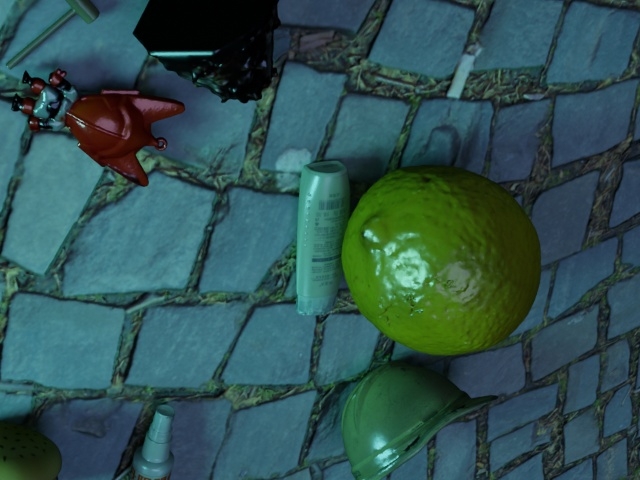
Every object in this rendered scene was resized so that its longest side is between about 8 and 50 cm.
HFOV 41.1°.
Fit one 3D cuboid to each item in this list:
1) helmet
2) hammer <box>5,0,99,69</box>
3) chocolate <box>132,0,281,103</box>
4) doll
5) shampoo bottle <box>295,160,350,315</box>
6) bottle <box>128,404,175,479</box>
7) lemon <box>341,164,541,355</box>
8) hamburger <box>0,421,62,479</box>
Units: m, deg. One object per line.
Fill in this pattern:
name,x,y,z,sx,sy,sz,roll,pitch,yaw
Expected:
helmet,0.124,0.251,1.290,0.258,0.137,0.204,-26,166,-31
hammer,-0.280,-0.212,0.877,0.110,0.019,0.035,-40,128,2
chocolate,-0.100,-0.198,0.907,0.156,0.156,0.133,-30,140,-9
doll,-0.241,-0.130,0.920,0.169,0.057,0.109,18,111,-35
shampoo bottle,0.000,0.000,1.128,0.072,0.049,0.212,-11,122,-31
bottle,-0.239,0.324,1.195,0.060,0.060,0.217,3,115,-29
lemon,0.156,0.026,1.099,0.267,0.267,0.267,-13,123,-20
hamburger,-0.393,0.297,1.039,0.175,0.175,0.136,4,103,-29
